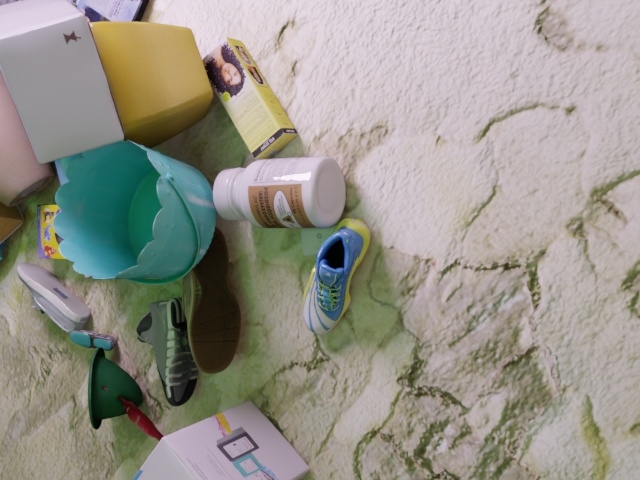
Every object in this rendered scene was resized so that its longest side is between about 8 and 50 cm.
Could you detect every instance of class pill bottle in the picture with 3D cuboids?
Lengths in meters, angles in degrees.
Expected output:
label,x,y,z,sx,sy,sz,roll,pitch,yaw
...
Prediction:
label,x,y,z,sx,sy,sz,roll,pitch,yaw
pill bottle,-0.080,-0.088,1.465,0.229,0.131,0.131,0,95,30

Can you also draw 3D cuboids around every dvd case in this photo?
label,x,y,z,sx,sy,sz,roll,pitch,yaw
dvd case,-0.477,-0.537,1.678,0.253,0.022,0.180,30,99,19

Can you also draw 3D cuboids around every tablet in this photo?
label,x,y,z,sx,sy,sz,roll,pitch,yaw
tablet,0.000,0.000,1.501,0.083,0.006,0.054,-4,93,29

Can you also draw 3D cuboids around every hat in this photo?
label,x,y,z,sx,sy,sz,roll,pitch,yaw
hat,-0.406,0.340,1.741,0.184,0.173,0.208,1,119,-3

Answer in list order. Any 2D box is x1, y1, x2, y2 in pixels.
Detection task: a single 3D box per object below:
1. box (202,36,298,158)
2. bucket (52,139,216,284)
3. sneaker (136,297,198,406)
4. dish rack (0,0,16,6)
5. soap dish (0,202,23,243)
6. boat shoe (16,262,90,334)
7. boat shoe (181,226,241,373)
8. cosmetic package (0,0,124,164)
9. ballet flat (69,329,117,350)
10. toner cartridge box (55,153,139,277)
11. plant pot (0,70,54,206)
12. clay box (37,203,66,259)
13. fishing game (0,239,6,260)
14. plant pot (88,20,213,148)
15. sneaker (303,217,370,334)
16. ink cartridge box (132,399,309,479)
label,x,y,z,sx,sy,sz,roll,pitch,yaw
box,-0.142,-0.276,1.521,0.087,0.058,0.232,-38,77,27
bucket,-0.347,-0.049,1.492,0.281,0.183,0.280,-4,82,33
sneaker,-0.337,0.238,1.682,0.132,0.086,0.228,-5,83,35
dish rack,-0.765,-0.593,1.777,0.286,0.072,0.332,-11,64,31
soap dish,-0.877,-0.098,1.897,0.229,0.118,0.290,-37,76,15
boat shoe,-0.640,0.140,1.836,0.228,0.079,0.081,37,107,18
boat shoe,-0.232,0.118,1.599,0.098,0.109,0.302,178,85,-67
cosmetic package,-0.522,-0.329,1.505,0.453,0.162,0.230,41,148,58
ballet flat,-0.518,0.228,1.797,0.115,0.041,0.041,11,101,16
toner cartridge box,-0.459,-0.108,1.678,0.165,0.075,0.347,-17,87,8
plant pot,-0.742,-0.222,1.781,0.257,0.256,0.274,-35,94,28
clay box,-0.549,-0.020,1.782,0.222,0.053,0.127,1,94,30
fishing game,-0.857,-0.004,1.969,0.189,0.041,0.263,-1,89,22
plant pot,-0.325,-0.304,1.522,0.212,0.187,0.212,145,107,-73
sneaker,0.010,0.073,1.430,0.091,0.126,0.240,23,106,16
ink cartridge box,-0.201,0.473,1.514,0.197,0.270,0.198,45,114,20
